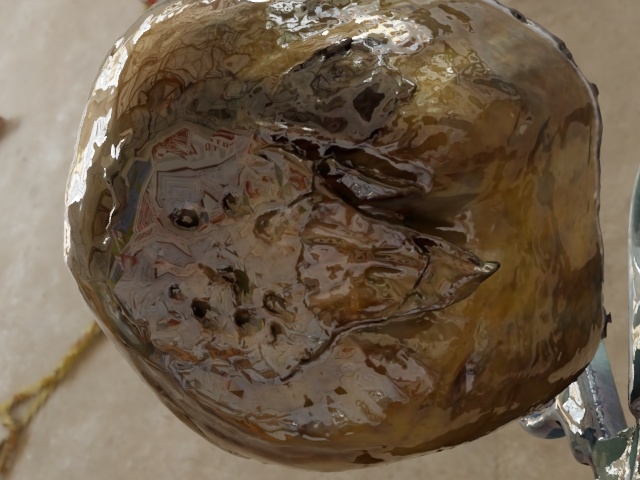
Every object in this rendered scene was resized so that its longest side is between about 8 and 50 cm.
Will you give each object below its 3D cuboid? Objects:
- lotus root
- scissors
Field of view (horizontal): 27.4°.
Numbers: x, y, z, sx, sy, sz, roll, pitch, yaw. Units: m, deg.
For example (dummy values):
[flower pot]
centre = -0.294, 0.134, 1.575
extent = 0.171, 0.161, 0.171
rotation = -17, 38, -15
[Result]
[lotus root]
centre = 0.000, 0.000, 0.618
extent = 0.272, 0.192, 0.272
rotation = 8, 109, 25
[scissors]
centre = 0.153, 0.132, 0.615
extent = 0.256, 0.029, 0.384
rotation = 116, 161, -49
